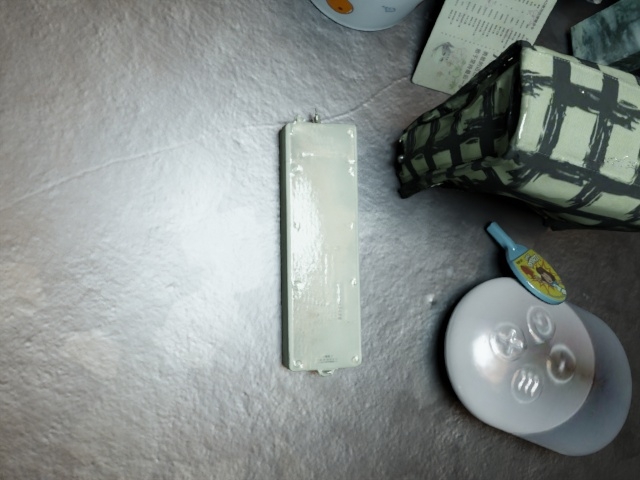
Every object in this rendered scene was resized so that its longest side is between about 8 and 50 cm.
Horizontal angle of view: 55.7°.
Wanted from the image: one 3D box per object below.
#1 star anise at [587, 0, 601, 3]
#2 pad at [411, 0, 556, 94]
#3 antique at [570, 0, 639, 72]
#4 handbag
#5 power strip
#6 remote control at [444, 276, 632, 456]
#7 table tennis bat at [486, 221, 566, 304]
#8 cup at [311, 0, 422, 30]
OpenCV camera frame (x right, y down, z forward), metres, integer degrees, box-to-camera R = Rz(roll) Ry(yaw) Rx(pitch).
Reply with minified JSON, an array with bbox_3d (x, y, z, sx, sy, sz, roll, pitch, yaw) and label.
[{"bbox_3d":[0.442,-0.423,0.948,0.257,0.110,0.198,-15,50,-28],"label":"star anise"},{"bbox_3d":[0.250,-0.323,0.860,0.159,0.009,0.265,12,123,-16],"label":"pad"},{"bbox_3d":[0.474,-0.313,0.925,0.088,0.183,0.086,-4,88,-22],"label":"antique"},{"bbox_3d":[0.294,-0.103,0.785,0.325,0.327,0.162,13,85,-16],"label":"handbag"},{"bbox_3d":[0.000,0.000,0.834,0.106,0.043,0.367,0,88,-18],"label":"power strip"},{"bbox_3d":[0.328,0.186,0.900,0.332,0.103,0.221,25,73,-17],"label":"remote control"},{"bbox_3d":[0.309,0.034,0.912,0.100,0.019,0.155,-19,63,-49],"label":"table tennis bat"},{"bbox_3d":[0.109,-0.420,0.743,0.212,0.317,0.212,1,87,-18],"label":"cup"}]
